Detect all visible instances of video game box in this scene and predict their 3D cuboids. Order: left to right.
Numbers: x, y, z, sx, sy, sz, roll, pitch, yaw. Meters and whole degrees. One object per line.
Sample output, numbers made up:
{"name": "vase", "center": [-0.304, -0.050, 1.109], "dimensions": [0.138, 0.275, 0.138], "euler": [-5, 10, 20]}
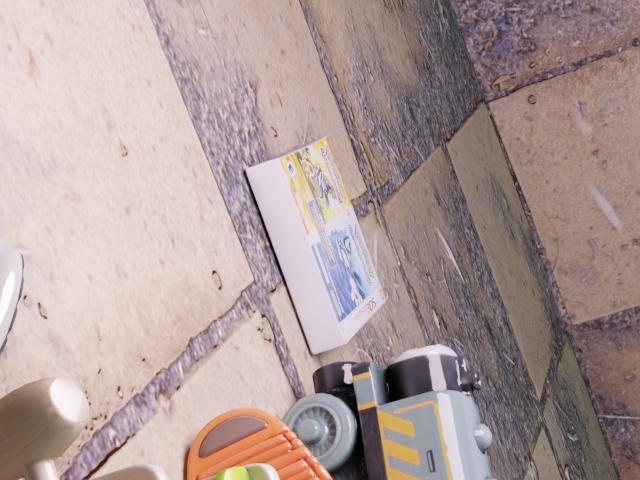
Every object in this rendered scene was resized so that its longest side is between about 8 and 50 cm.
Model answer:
{"name": "video game box", "center": [0.000, 0.000, 1.468], "dimensions": [0.187, 0.048, 0.205], "euler": [-40, 111, -73]}

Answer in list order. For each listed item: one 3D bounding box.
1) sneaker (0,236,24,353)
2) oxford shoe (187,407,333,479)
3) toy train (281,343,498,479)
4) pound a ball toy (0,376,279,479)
{"name": "sneaker", "center": [-0.236, 0.082, 0.686], "dimensions": [0.118, 0.107, 0.279], "euler": [35, 33, -31]}
{"name": "oxford shoe", "center": [-0.006, 0.306, 1.070], "dimensions": [0.133, 0.130, 0.364], "euler": [89, -23, -73]}
{"name": "toy train", "center": [0.079, 0.254, 1.228], "dimensions": [0.142, 0.190, 0.334], "euler": [42, 35, -57]}
{"name": "pound a ball toy", "center": [-0.112, 0.252, 0.802], "dimensions": [0.208, 0.135, 0.319], "euler": [13, 58, -56]}
